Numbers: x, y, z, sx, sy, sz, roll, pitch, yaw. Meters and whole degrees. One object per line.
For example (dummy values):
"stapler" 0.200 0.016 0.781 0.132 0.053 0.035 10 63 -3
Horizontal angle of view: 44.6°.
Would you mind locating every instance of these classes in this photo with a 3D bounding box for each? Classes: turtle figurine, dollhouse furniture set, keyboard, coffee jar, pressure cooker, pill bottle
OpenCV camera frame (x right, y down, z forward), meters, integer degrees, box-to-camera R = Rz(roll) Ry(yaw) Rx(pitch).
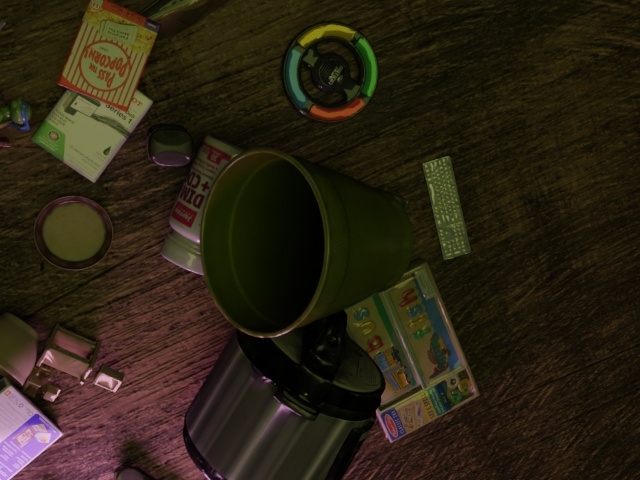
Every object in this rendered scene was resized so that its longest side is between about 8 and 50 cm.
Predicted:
"turtle figurine" -0.726 -0.304 1.542 0.266 0.275 0.198 -9 70 -8
"dollhouse furniture set" -0.561 0.301 1.786 0.181 0.101 0.161 28 119 -19
"keyboard" 0.314 -0.079 1.938 0.072 0.014 0.256 -18 106 -9
"coffee jar" -0.322 -0.205 1.664 0.096 0.184 0.079 0 102 -14
"pressure cooker" -0.065 0.334 1.723 0.375 0.370 0.420 18 108 -45
"pill bottle" -0.238 -0.075 1.726 0.160 0.160 0.283 23 96 -17

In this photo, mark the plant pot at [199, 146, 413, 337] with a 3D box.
"plant pot" 0.000 0.000 1.629 0.353 0.366 0.367 -2 105 -47

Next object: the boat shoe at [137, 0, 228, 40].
"boat shoe" -0.285 -0.521 1.654 0.285 0.103 0.092 -29 83 6

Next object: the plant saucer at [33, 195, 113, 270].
"plant saucer" -0.547 -0.018 1.732 0.168 0.029 0.169 -3 104 -14

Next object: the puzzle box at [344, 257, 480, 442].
"puzzle box" 0.214 0.280 1.974 0.272 0.052 0.409 -27 107 -6

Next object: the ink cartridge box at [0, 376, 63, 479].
"ink cartridge box" -0.716 0.437 1.728 0.208 0.045 0.206 -42 132 -16

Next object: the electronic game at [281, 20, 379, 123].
"electronic game" 0.024 -0.383 1.782 0.229 0.048 0.229 -3 103 -14

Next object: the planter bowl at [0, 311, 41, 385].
"planter bowl" -0.682 0.225 1.698 0.162 0.162 0.109 42 64 -18

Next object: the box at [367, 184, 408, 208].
"box" 0.071 -0.051 1.862 0.231 0.056 0.183 18 96 -17

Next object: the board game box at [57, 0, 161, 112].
"board game box" -0.426 -0.377 1.579 0.146 0.045 0.194 21 94 -17

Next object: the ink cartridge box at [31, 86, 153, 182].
"ink cartridge box" -0.482 -0.260 1.660 0.160 0.092 0.219 36 91 -18

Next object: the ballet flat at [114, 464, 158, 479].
"ballet flat" -0.405 0.624 1.902 0.250 0.058 0.084 43 68 -24
